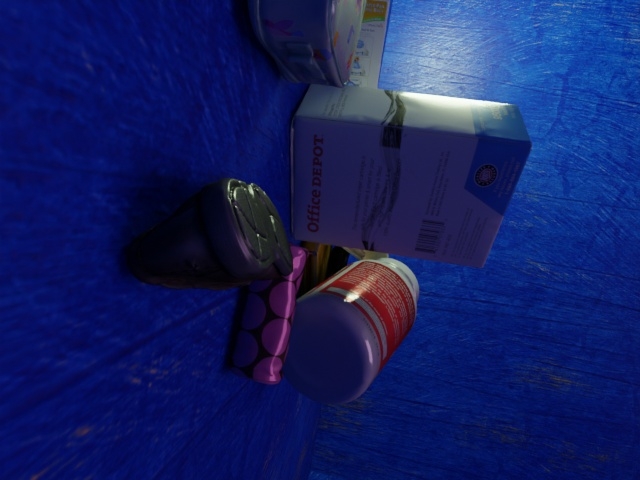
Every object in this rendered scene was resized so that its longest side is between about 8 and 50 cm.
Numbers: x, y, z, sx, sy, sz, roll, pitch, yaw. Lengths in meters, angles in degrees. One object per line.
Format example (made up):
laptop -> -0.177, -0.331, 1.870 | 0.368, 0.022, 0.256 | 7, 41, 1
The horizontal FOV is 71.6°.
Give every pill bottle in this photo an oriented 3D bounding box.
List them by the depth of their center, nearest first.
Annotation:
pill bottle -> 0.089, 0.178, 1.038 | 0.407, 0.229, 0.229 | -27, 129, -57

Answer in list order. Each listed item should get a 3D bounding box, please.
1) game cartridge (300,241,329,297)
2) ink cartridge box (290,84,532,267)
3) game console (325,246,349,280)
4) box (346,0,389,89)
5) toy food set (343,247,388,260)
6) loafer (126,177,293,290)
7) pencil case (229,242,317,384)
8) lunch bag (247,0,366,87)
game cartridge -> 0.000, 0.000, 1.250 | 0.285, 0.052, 0.324 | 92, 9, -49
ink cartridge box -> 0.150, -0.126, 0.866 | 0.166, 0.394, 0.285 | -75, 172, -47
game console -> 0.015, 0.189, 1.343 | 0.342, 0.060, 0.387 | 95, 10, -78
box -> 0.079, -0.420, 0.961 | 0.114, 0.103, 0.203 | -88, -176, -60
toy food set -> 0.100, -0.086, 1.176 | 0.306, 0.092, 0.220 | 37, 48, -50
loafer -> -0.093, 0.000, 0.458 | 0.302, 0.095, 0.109 | 39, 32, -86
pencil case -> -0.073, 0.102, 0.668 | 0.098, 0.095, 0.209 | 141, -36, -77
lunch bag -> -0.005, -0.309, 0.533 | 0.279, 0.107, 0.224 | -25, 128, -80
